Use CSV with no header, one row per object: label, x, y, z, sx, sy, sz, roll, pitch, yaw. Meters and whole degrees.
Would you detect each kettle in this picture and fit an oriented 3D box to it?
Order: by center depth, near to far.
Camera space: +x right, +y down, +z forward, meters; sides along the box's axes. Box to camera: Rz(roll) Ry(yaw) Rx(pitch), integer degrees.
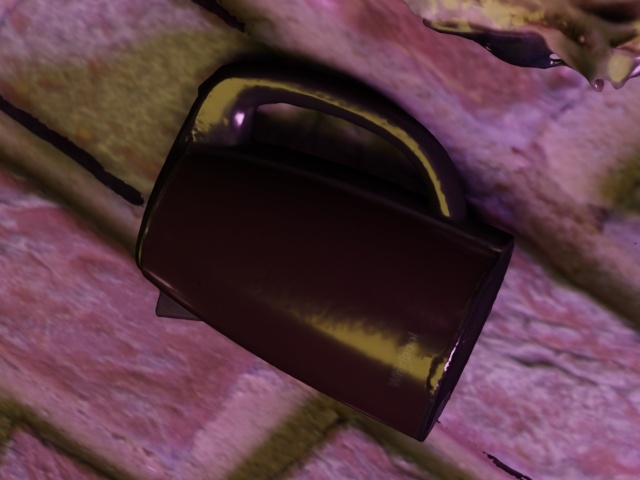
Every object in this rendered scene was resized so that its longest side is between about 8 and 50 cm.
kettle,0.000,0.000,1.135,0.232,0.144,0.202,24,116,9

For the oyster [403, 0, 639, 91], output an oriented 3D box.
oyster,0.138,-0.193,0.916,0.351,0.115,0.238,9,140,26
